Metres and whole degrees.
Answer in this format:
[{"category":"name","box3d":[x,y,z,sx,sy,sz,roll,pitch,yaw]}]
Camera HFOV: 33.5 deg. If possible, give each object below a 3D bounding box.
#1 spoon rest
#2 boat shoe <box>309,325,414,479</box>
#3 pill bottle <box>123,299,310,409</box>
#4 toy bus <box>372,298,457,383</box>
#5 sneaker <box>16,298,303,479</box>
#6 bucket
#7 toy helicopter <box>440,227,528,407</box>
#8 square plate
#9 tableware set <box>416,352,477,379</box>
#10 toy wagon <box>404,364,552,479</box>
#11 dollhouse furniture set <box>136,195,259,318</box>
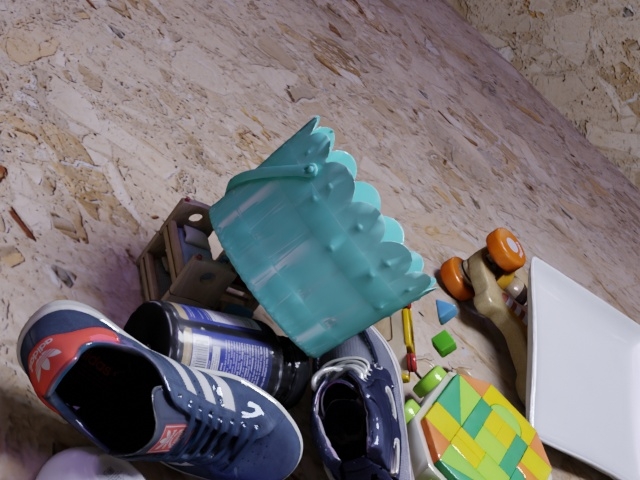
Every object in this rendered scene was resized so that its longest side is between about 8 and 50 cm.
[{"category":"spoon rest","box3d":[-0.242,0.276,1.018,0.137,0.084,0.276,43,14,6]},{"category":"boat shoe","box3d":[0.042,0.190,1.365,0.341,0.127,0.158,-106,175,-47]},{"category":"pill bottle","box3d":[-0.124,0.148,1.291,0.219,0.123,0.123,16,35,-39]},{"category":"toy bus","box3d":[0.095,0.157,1.564,0.191,0.202,0.104,36,-15,29]},{"category":"sneaker","box3d":[-0.156,0.192,1.116,0.350,0.131,0.148,29,5,-25]},{"category":"bucket","box3d":[0.000,0.000,1.351,0.281,0.183,0.281,54,6,-8]},{"category":"toy helicopter","box3d":[0.364,0.164,1.919,0.235,0.140,0.355,29,38,-38]},{"category":"square plate","box3d":[0.467,0.246,1.844,0.347,0.049,0.344,31,49,-29]},{"category":"tableware set","box3d":[0.218,0.244,1.687,0.141,0.020,0.169,16,35,-38]},{"category":"toy wagon","box3d":[0.210,0.323,1.482,0.267,0.068,0.344,46,30,5]},{"category":"dollhouse furniture set","box3d":[-0.129,0.052,1.425,0.183,0.129,0.129,21,32,-32]}]
